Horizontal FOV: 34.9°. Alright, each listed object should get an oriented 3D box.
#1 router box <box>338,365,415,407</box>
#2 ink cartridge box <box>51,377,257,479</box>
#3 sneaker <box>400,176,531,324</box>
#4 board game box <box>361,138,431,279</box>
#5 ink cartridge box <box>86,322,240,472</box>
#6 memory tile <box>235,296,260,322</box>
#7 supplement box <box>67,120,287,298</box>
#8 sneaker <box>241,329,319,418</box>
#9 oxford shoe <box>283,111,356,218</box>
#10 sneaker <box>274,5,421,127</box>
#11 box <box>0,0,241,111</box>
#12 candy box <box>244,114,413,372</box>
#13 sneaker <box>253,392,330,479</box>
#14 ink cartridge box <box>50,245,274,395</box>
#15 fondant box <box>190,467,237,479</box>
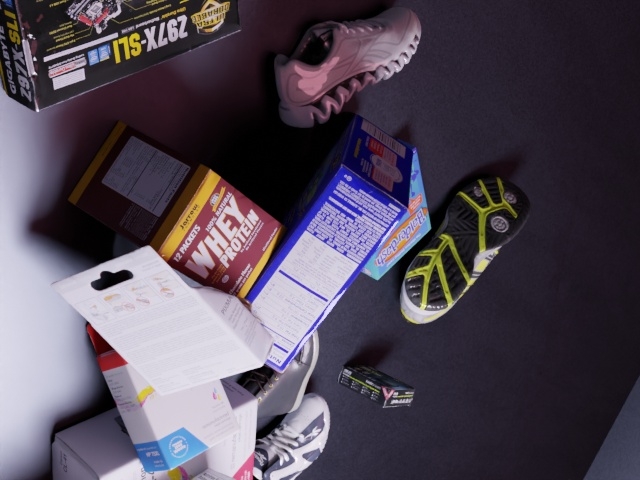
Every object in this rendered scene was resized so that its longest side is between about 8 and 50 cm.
[{"bbox_3d":[0.110,0.284,1.983,0.092,0.122,0.038,9,101,-52],"label":"router box"},{"bbox_3d":[-0.254,0.362,1.596,0.306,0.131,0.226,-22,128,-42],"label":"ink cartridge box"},{"bbox_3d":[0.274,0.014,2.029,0.384,0.145,0.147,-42,170,-28],"label":"sneaker"},{"bbox_3d":[0.122,-0.054,1.843,0.160,0.047,0.210,-43,140,-24],"label":"board game box"},{"bbox_3d":[-0.227,0.200,1.467,0.134,0.078,0.231,-25,93,-40],"label":"ink cartridge box"},{"bbox_3d":[-0.152,0.120,1.389,0.113,0.148,0.012,65,22,-47],"label":"memory tile"},{"bbox_3d":[-0.188,-0.035,1.362,0.129,0.194,0.191,-58,143,-5],"label":"supplement box"},{"bbox_3d":[-0.077,0.220,1.752,0.118,0.083,0.222,-16,125,-44],"label":"sneaker"},{"bbox_3d":[0.020,-0.095,1.671,0.227,0.083,0.096,-57,158,5],"label":"oxford shoe"},{"bbox_3d":[0.044,-0.292,1.558,0.292,0.110,0.118,-41,130,-27],"label":"sneaker"},{"bbox_3d":[-0.243,-0.330,1.207,0.322,0.079,0.257,-31,136,-34],"label":"box"},{"bbox_3d":[0.000,0.000,1.497,0.317,0.122,0.268,-53,-172,22],"label":"candy box"},{"bbox_3d":[-0.081,0.378,1.840,0.235,0.094,0.153,-53,153,6],"label":"sneaker"},{"bbox_3d":[-0.202,0.095,1.318,0.232,0.189,0.066,54,36,-24],"label":"ink cartridge box"},{"bbox_3d":[-0.230,0.525,1.481,0.330,0.096,0.238,-28,111,-32],"label":"fondant box"}]
